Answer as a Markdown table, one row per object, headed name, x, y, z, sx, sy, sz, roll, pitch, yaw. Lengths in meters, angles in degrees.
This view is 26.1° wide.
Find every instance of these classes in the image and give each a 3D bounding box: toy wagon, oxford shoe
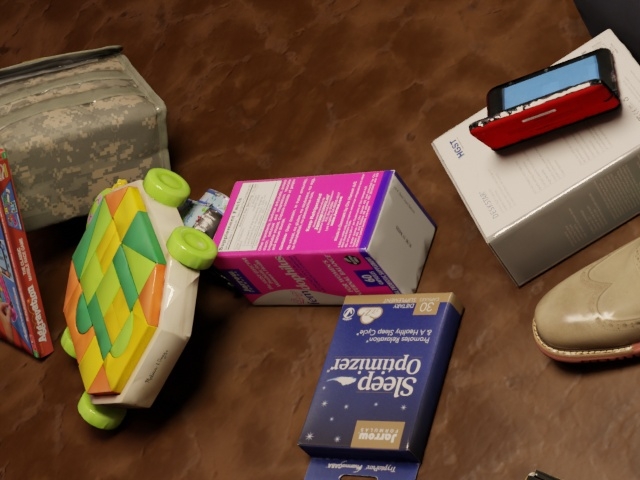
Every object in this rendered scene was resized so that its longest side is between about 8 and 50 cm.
| name | x | y | z | sx | sy | sz | roll | pitch | yaw |
| --- | --- | --- | --- | --- | --- | --- | --- | --- | --- |
| toy wagon | -0.234 | 0.043 | 1.638 | 0.267 | 0.068 | 0.344 | -59 | 36 | 25 |
| oxford shoe | 0.346 | 0.002 | 1.302 | 0.348 | 0.130 | 0.123 | -28 | 44 | 13 |

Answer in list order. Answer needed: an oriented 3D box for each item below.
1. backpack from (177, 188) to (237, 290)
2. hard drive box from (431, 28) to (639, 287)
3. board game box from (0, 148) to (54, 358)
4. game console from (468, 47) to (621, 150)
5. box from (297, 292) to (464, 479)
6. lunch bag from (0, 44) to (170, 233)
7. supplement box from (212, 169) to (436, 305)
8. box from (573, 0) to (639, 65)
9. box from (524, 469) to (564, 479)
| name | x | y | z | sx | sy | sz | roll | pitch | yaw |
| --- | --- | --- | --- | --- | --- | --- | --- | --- | --- |
| backpack | -0.131 | -0.009 | 1.673 | 0.084 | 0.105 | 0.114 | -49 | 33 | -15 |
| hard drive box | 0.259 | -0.090 | 1.473 | 0.232 | 0.089 | 0.181 | -31 | 43 | 9 |
| board game box | -0.415 | 0.004 | 1.751 | 0.027 | 0.281 | 0.145 | -27 | 32 | -34 |
| game console | 0.227 | -0.156 | 1.426 | 0.144 | 0.124 | 0.085 | -19 | 73 | 22 |
| box | 0.060 | 0.157 | 1.448 | 0.136 | 0.036 | 0.225 | -3 | 55 | 33 |
| lunch bag | -0.354 | -0.160 | 1.858 | 0.235 | 0.169 | 0.287 | -16 | 37 | -20 |
| supplement box | 0.000 | 0.000 | 1.564 | 0.220 | 0.111 | 0.114 | -2 | 55 | 35 |
| box | 0.476 | -0.312 | 1.440 | 0.343 | 0.179 | 0.312 | -41 | 43 | -2 |
| box | 0.210 | 0.375 | 1.127 | 0.257 | 0.079 | 0.322 | 17 | 66 | 45 |
